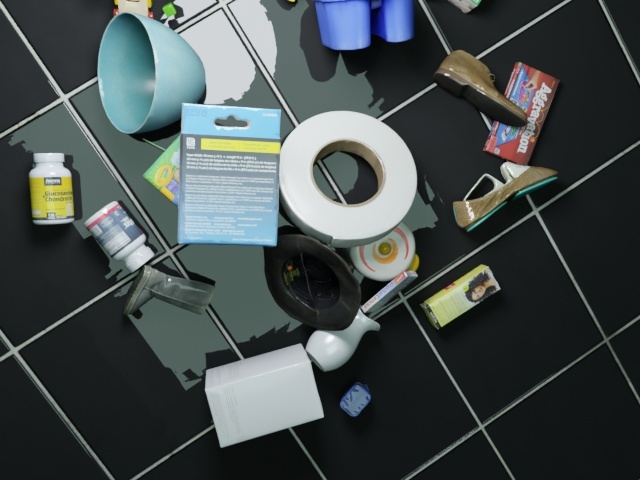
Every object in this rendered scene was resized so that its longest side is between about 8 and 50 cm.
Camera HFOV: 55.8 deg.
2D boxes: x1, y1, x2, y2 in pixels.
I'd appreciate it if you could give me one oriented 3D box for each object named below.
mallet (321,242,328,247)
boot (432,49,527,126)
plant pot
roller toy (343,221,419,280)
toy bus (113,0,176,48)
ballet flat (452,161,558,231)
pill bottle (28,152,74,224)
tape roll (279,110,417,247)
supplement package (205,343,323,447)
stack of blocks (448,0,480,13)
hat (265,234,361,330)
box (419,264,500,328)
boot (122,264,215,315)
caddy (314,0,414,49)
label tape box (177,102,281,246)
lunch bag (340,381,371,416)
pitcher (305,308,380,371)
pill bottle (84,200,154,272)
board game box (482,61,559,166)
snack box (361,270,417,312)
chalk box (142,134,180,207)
[{"bbox_3d":[0.000,0.000,1.765,0.062,0.039,0.189,-7,101,-10],"label":"mallet"},{"bbox_3d":[0.486,-0.443,1.758,0.305,0.112,0.115,33,78,-2],"label":"boot"},{"bbox_3d":[-0.412,-0.420,1.551,0.195,0.290,0.290,-9,99,-44],"label":"plant pot"},{"bbox_3d":[0.169,0.019,1.736,0.191,0.146,0.209,-21,99,-7],"label":"roller toy"},{"bbox_3d":[-0.485,-0.644,1.578,0.202,0.104,0.191,-35,122,15],"label":"toy bus"},{"bbox_3d":[0.544,-0.156,1.815,0.342,0.116,0.124,-31,81,-2],"label":"ballet flat"},{"bbox_3d":[-0.710,-0.136,1.593,0.103,0.103,0.184,-3,97,-9],"label":"pill bottle"},{"bbox_3d":[0.070,-0.172,1.659,0.392,0.072,0.391,3,69,-7],"label":"tape roll"},{"bbox_3d":[-0.161,0.432,1.707,0.293,0.177,0.175,-15,98,-7],"label":"supplement package"},{"bbox_3d":[0.334,-0.775,1.712,0.297,0.087,0.171,31,90,-11],"label":"stack of blocks"},{"bbox_3d":[0.002,0.099,1.694,0.134,0.331,0.331,-34,103,-44],"label":"hat"},{"bbox_3d":[0.425,0.170,1.841,0.232,0.058,0.087,-33,100,-4],"label":"box"},{"bbox_3d":[-0.426,0.164,1.691,0.209,0.076,0.189,21,123,-31],"label":"boot"},{"bbox_3d":[0.111,-0.613,1.578,0.241,0.341,0.179,-12,115,-9],"label":"caddy"},{"bbox_3d":[-0.224,-0.157,1.491,0.241,0.106,0.333,2,95,-10],"label":"label tape box"},{"bbox_3d":[0.107,0.473,1.815,0.067,0.065,0.098,42,89,4],"label":"lunch bag"},{"bbox_3d":[0.042,0.262,1.763,0.207,0.125,0.177,-40,84,-14],"label":"pitcher"},{"bbox_3d":[-0.538,-0.006,1.633,0.108,0.108,0.180,-38,101,-4],"label":"pill bottle"},{"bbox_3d":[0.608,-0.379,1.831,0.145,0.027,0.281,19,92,-12],"label":"board game box"},{"bbox_3d":[0.197,0.148,1.732,0.178,0.064,0.022,-44,62,27],"label":"snack box"},{"bbox_3d":[-0.346,-0.182,1.611,0.289,0.180,0.179,44,87,-12],"label":"chalk box"}]
